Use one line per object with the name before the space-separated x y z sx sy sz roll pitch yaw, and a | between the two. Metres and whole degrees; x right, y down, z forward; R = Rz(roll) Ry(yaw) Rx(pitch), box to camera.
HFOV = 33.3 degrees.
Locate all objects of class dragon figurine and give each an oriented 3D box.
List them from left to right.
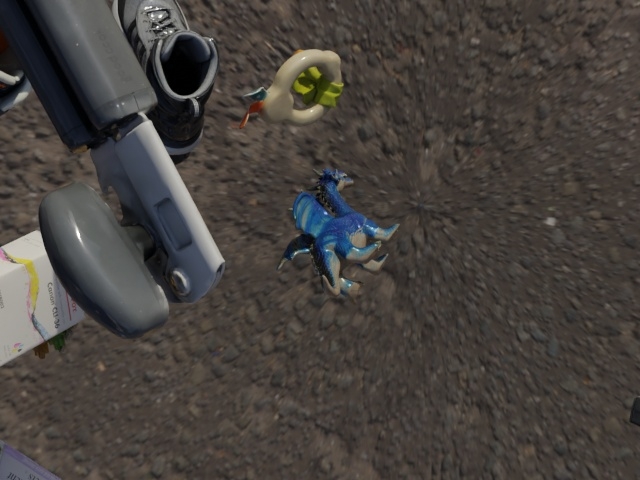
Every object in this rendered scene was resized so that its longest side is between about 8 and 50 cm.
dragon figurine | 0.000 0.000 1.258 0.144 0.289 0.085 24 118 12

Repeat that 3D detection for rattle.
rattle | -0.075 -0.245 1.661 0.200 0.130 0.142 -26 61 -24

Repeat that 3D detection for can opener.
can opener | -0.152 -0.078 0.642 0.076 0.095 0.283 -26 94 48

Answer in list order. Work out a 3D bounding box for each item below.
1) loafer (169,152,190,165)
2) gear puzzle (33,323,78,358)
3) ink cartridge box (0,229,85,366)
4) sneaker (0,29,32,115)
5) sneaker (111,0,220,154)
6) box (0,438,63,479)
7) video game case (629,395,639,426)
loafer | -0.293 -0.220 1.878 0.078 0.076 0.223 -33 133 -22
gear puzzle | -0.470 0.095 1.854 0.044 0.339 0.175 -7 60 -33
ink cartridge box | -0.362 0.065 1.314 0.067 0.198 0.115 17 124 35
sneaker | -0.448 -0.196 1.308 0.321 0.126 0.127 -47 53 12
sneaker | -0.193 -0.256 1.369 0.101 0.153 0.268 -9 77 -23
box | -0.489 0.293 1.504 0.324 0.063 0.067 44 67 -27
video game case | 0.487 0.206 1.047 0.275 0.248 0.035 17 97 46
